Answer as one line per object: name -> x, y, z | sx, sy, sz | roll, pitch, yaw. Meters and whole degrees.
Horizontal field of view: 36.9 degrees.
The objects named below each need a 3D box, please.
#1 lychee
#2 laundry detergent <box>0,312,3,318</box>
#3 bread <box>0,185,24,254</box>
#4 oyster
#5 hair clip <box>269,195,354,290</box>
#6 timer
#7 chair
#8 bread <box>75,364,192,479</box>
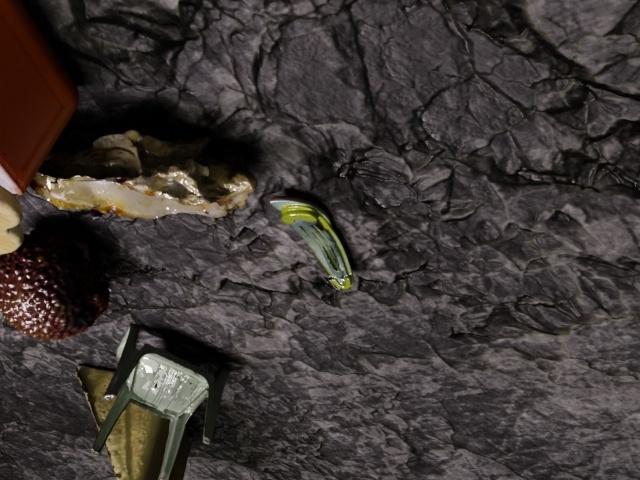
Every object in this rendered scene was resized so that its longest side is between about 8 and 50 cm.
lychee -> -0.425, 0.067, 1.488 | 0.188, 0.188, 0.188 | 14, 147, 9
laundry detergent -> -0.688, 0.023, 1.538 | 0.263, 0.125, 0.398 | -18, 143, 9
bread -> -0.543, -0.047, 1.260 | 0.315, 0.054, 0.316 | 1, 154, 1
oyster -> -0.256, -0.087, 1.216 | 0.361, 0.096, 0.221 | -1, 173, 35
hair clip -> 0.000, 0.000, 1.291 | 0.060, 0.033, 0.188 | -5, 137, 30
timer -> -0.448, -0.206, 1.121 | 0.250, 0.161, 0.257 | 12, 148, 29
chair -> -0.288, 0.274, 1.703 | 0.203, 0.275, 0.191 | 28, 123, -9
bread -> -0.392, 0.451, 1.895 | 0.242, 0.405, 0.346 | 2, 132, 8
